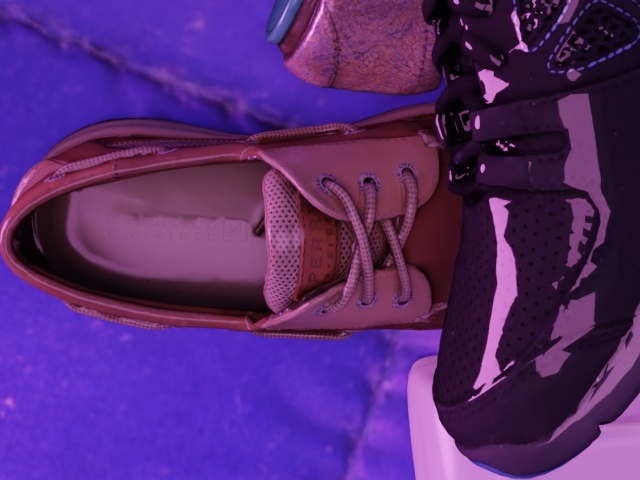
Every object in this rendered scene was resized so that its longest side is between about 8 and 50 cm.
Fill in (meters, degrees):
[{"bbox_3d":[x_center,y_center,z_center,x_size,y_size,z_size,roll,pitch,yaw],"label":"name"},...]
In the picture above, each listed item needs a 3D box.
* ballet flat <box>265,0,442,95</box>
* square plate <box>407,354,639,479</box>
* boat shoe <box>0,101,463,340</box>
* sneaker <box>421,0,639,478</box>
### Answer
[{"bbox_3d":[0.077,-0.209,0.492,0.106,0.107,0.316,20,112,-10],"label":"ballet flat"},{"bbox_3d":[0.224,0.212,0.519,0.344,0.049,0.347,-6,77,8],"label":"square plate"},{"bbox_3d":[0.000,0.000,0.530,0.324,0.120,0.123,-3,103,8],"label":"boat shoe"},{"bbox_3d":[0.082,-0.083,0.416,0.139,0.125,0.341,14,89,-14],"label":"sneaker"}]
